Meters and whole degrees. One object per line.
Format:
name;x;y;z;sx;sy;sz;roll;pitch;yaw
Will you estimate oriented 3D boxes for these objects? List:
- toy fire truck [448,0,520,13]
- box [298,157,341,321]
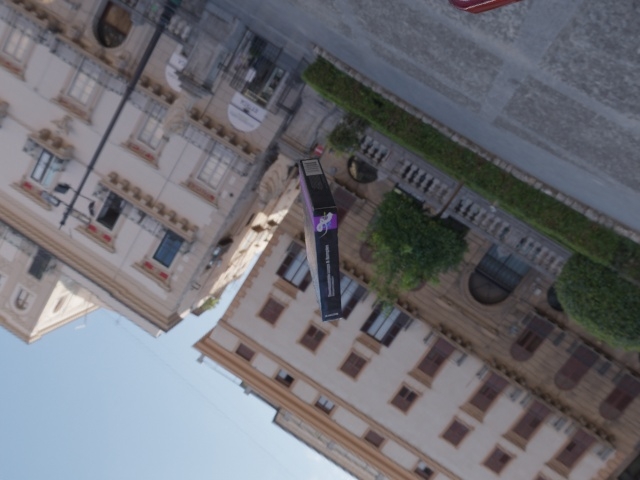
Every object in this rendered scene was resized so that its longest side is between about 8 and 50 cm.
toy fire truck;0.235;-0.329;0.320;0.302;0.254;0.169;6;-165;42
box;0.000;0.000;0.535;0.029;0.162;0.116;-7;-143;-7
